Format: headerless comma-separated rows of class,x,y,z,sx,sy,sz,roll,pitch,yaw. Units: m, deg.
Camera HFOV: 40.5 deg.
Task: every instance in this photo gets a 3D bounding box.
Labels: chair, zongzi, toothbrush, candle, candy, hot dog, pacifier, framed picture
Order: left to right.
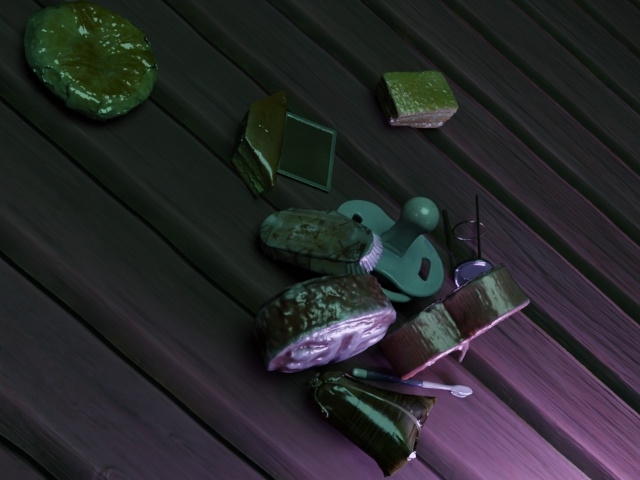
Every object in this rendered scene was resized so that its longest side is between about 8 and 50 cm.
framed picture,-0.033,-0.207,2.015,0.141,0.011,0.183,19,55,-19
hot dog,0.000,0.000,1.794,0.267,0.075,0.144,15,62,24
candy,0.005,0.156,1.687,0.289,0.214,0.157,-13,67,-32
zongzi,0.105,0.314,1.741,0.247,0.111,0.241,39,32,3
pacifier,0.168,-0.003,1.868,0.287,0.226,0.238,32,38,-6
toothbrush,0.194,0.300,1.837,0.288,0.026,0.024,13,58,-21
candle,0.280,0.186,1.827,0.316,0.287,0.131,-31,80,1
chair,0.358,0.006,2.059,0.104,0.095,0.222,10,58,-14

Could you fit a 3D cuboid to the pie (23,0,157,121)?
pie,-0.480,-0.385,1.824,0.306,0.071,0.307,17,54,-25

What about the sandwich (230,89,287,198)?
sandwich,-0.137,-0.223,1.910,0.096,0.094,0.258,20,56,-21

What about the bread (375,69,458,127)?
bread,0.237,-0.358,2.203,0.196,0.102,0.138,-9,65,-30
